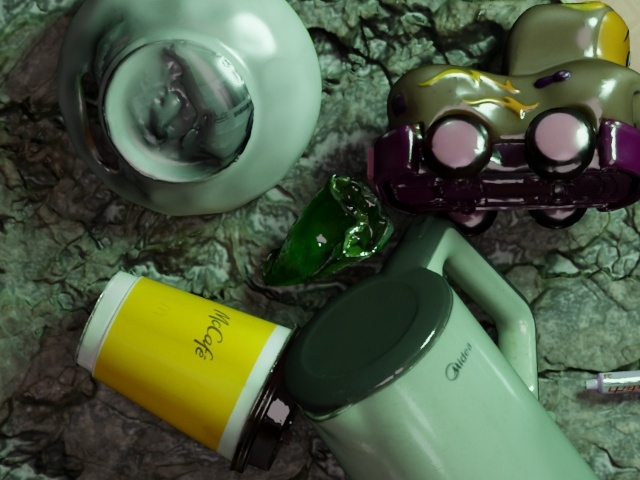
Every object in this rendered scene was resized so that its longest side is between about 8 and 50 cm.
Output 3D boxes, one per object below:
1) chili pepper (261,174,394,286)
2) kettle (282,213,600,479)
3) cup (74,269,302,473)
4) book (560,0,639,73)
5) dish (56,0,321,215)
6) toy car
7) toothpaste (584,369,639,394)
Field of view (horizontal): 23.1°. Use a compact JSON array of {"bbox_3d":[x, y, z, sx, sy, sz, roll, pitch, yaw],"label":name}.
[{"bbox_3d":[-0.002,-0.001,1.899,0.216,0.062,0.108,-29,63,41],"label":"chili pepper"},{"bbox_3d":[0.167,0.194,1.862,0.377,0.250,0.361,54,52,-27],"label":"kettle"},{"bbox_3d":[-0.147,0.152,1.908,0.279,0.196,0.196,26,98,3],"label":"cup"},{"bbox_3d":[0.428,-0.261,1.932,0.170,0.018,0.242,-38,99,4],"label":"book"},{"bbox_3d":[-0.164,-0.164,1.846,0.324,0.124,0.324,1,111,3],"label":"dish"},{"bbox_3d":[0.227,-0.150,1.845,0.340,0.271,0.240,-2,75,6],"label":"toy car"},{"bbox_3d":[0.422,0.180,1.998,0.170,0.028,0.045,-3,106,-4],"label":"toothpaste"}]
